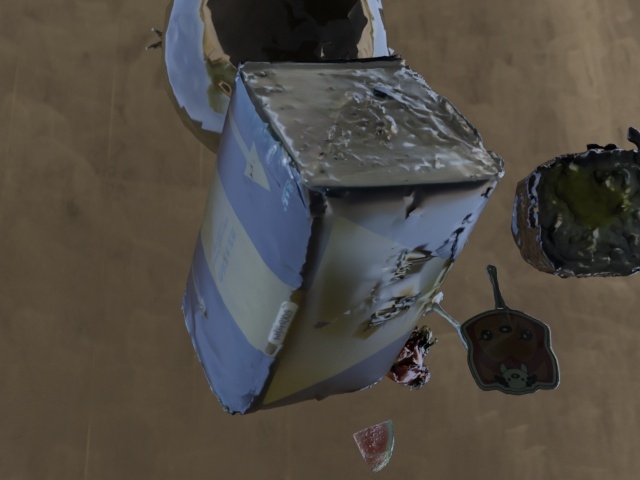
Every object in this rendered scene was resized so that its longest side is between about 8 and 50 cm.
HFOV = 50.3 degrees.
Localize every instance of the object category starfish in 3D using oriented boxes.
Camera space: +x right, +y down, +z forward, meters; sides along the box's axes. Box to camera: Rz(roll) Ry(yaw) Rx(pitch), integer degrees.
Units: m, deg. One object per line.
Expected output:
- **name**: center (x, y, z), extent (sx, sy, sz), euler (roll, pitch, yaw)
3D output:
- **starfish**: center (-0.287, -0.383, 1.308), extent (0.092, 0.016, 0.086), euler (28, -111, 6)

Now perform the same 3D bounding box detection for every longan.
- **longan**: center (-0.066, -0.299, 1.099), extent (0.391, 0.391, 0.391), euler (4, -105, -17)

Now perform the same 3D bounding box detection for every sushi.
- **sushi**: center (0.568, -0.056, 1.441), extent (0.299, 0.294, 0.281), euler (-15, -96, 8)

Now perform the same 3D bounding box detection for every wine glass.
- **wine glass**: center (0.287, 0.187, 1.324), extent (0.066, 0.066, 0.198), euler (-33, -123, -22)

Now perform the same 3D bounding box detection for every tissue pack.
- **tissue pack**: center (0.000, 0.000, 0.859), extent (0.264, 0.417, 0.253), euler (-8, -131, -30)

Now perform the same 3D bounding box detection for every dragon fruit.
- **dragon fruit**: center (0.133, 0.176, 1.112), extent (0.138, 0.175, 0.142), euler (35, -135, 5)

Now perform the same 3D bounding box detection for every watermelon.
- **watermelon**: center (0.100, 0.362, 1.227), extent (0.072, 0.084, 0.092), euler (16, -76, -32)

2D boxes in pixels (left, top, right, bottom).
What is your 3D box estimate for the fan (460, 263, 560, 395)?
- **fan**: center (0.264, 0.121, 0.979), extent (0.132, 0.009, 0.220), euler (1, -129, -3)
